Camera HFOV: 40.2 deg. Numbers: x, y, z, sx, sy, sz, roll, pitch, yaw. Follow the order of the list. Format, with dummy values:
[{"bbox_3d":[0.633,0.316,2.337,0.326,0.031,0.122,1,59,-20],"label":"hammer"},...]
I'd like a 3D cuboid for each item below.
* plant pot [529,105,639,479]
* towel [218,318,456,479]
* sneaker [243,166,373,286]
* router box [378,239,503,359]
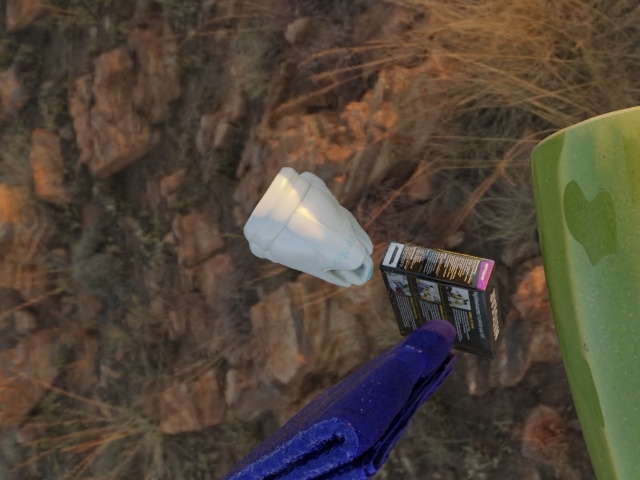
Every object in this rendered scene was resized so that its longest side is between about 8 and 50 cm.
[{"bbox_3d":[0.292,0.078,0.645,0.275,0.275,0.293,-7,75,43],"label":"plant pot"},{"bbox_3d":[0.023,0.202,0.933,0.227,0.308,0.076,-39,84,28],"label":"towel"},{"bbox_3d":[0.000,0.000,0.668,0.094,0.212,0.080,32,94,1],"label":"sneaker"},{"bbox_3d":[0.155,0.077,1.098,0.133,0.179,0.046,13,60,23],"label":"router box"}]
